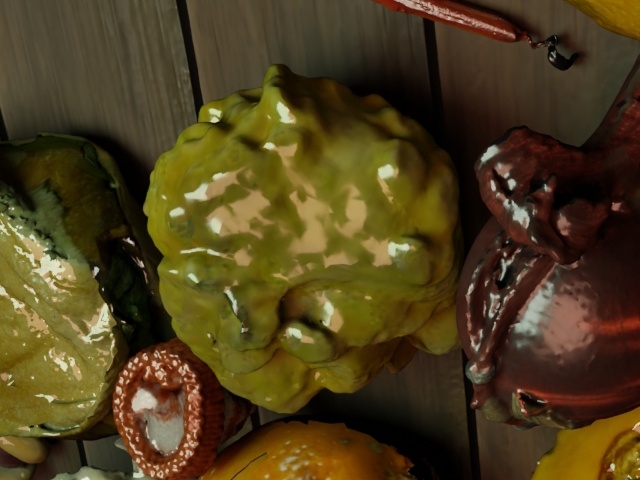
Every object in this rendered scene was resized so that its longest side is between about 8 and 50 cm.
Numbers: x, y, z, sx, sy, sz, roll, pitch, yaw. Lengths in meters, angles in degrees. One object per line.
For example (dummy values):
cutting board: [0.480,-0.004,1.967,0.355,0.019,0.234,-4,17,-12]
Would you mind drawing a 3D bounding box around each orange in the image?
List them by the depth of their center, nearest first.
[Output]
orange: [-0.003,0.244,0.909,0.234,0.234,0.182,17,142,16]

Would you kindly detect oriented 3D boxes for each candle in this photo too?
candle: [0.095,-0.153,0.793,0.167,0.021,0.026,23,122,14]

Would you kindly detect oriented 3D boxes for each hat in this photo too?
hat: [-0.084,0.119,0.925,0.093,0.162,0.112,15,103,32]

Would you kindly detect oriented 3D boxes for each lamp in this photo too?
lamp: [0.177,0.019,0.735,0.151,0.215,0.223,42,145,24]

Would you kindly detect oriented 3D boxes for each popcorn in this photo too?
popcorn: [0.000,0.000,0.833,0.266,0.192,0.233,37,111,-24]

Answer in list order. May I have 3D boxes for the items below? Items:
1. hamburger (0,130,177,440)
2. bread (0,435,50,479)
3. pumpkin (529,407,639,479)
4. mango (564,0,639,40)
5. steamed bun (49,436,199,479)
hamburger: [-0.243,0.044,0.983,0.265,0.134,0.285,-13,102,35]
bread: [-0.365,0.228,1.157,0.134,0.081,0.225,41,125,3]
pumpkin: [0.294,0.257,0.751,0.232,0.325,0.242,39,94,-33]
mango: [0.218,-0.191,0.649,0.359,0.144,0.187,25,134,5]
steamed bun: [-0.176,0.360,1.048,0.290,0.274,0.272,26,150,-7]
